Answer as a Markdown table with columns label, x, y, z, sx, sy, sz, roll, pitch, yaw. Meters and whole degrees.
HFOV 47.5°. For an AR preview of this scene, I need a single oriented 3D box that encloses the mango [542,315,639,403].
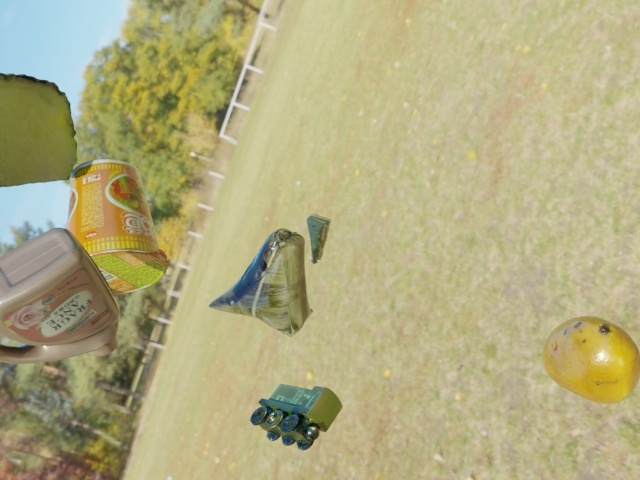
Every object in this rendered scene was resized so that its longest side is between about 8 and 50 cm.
| label | x | y | z | sx | sy | sz | roll | pitch | yaw |
| --- | --- | --- | --- | --- | --- | --- | --- | --- | --- |
| mango | 0.437 | 0.200 | 1.193 | 0.109 | 0.147 | 0.227 | -31 | -13 | -15 |

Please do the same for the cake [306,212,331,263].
| label | x | y | z | sx | sy | sz | roll | pitch | yaw |
| --- | --- | --- | --- | --- | --- | --- | --- | --- | --- |
| cake | 0.000 | 0.000 | 1.879 | 0.051 | 0.055 | 0.139 | -44 | -44 | -50 |

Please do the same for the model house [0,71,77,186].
| label | x | y | z | sx | sy | sz | roll | pitch | yaw |
| --- | --- | --- | --- | --- | --- | --- | --- | --- | --- |
| model house | -0.524 | -0.161 | 1.134 | 0.194 | 0.212 | 0.170 | -26 | -70 | -63 |

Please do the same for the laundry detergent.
| label | x | y | z | sx | sy | sz | roll | pitch | yaw |
| --- | --- | --- | --- | --- | --- | --- | --- | --- | --- |
| laundry detergent | -0.354 | 0.103 | 0.953 | 0.171 | 0.076 | 0.237 | -34 | -31 | -20 |

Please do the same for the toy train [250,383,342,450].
| label | x | y | z | sx | sy | sz | roll | pitch | yaw |
| --- | --- | --- | --- | --- | --- | --- | --- | --- | --- |
| toy train | -0.063 | 0.400 | 1.685 | 0.226 | 0.090 | 0.137 | -3 | 42 | 51 |

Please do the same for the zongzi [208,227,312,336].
| label | x | y | z | sx | sy | sz | roll | pitch | yaw |
| --- | --- | --- | --- | --- | --- | --- | --- | --- | --- |
| zongzi | -0.122 | 0.055 | 1.322 | 0.094 | 0.205 | 0.204 | -48 | -38 | -53 |

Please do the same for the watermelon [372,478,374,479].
| label | x | y | z | sx | sy | sz | roll | pitch | yaw |
| --- | --- | --- | --- | --- | --- | --- | --- | --- | --- |
| watermelon | 0.088 | 0.477 | 1.250 | 0.080 | 0.155 | 0.101 | -45 | -7 | 27 |

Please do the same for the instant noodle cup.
| label | x | y | z | sx | sy | sz | roll | pitch | yaw |
| --- | --- | --- | --- | --- | --- | --- | --- | --- | --- |
| instant noodle cup | -0.342 | -0.027 | 1.186 | 0.168 | 0.169 | 0.184 | 125 | 137 | -57 |
